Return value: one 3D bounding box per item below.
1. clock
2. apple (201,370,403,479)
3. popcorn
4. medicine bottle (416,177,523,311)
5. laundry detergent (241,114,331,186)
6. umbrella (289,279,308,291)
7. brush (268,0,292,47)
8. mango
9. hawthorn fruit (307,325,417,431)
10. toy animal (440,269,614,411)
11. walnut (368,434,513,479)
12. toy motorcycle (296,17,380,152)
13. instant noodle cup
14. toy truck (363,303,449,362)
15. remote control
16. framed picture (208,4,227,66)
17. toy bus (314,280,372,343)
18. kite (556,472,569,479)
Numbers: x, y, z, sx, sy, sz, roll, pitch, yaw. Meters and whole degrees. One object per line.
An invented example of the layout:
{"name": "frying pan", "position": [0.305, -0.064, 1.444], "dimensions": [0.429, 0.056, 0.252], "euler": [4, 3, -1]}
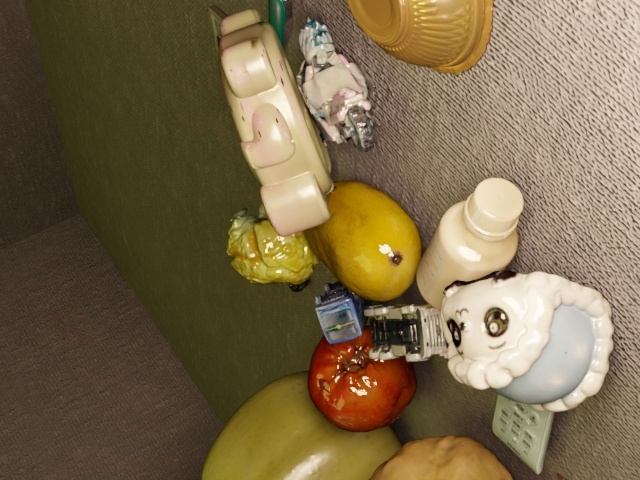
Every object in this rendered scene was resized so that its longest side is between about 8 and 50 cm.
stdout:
{"name": "clock", "position": [-0.076, -0.191, 1.486], "dimensions": [0.284, 0.114, 0.309], "euler": [-99, -11, -61]}
{"name": "apple", "position": [-0.034, 0.526, 2.096], "dimensions": [0.473, 0.473, 0.473], "euler": [48, 155, 32]}
{"name": "popcorn", "position": [-0.089, -0.006, 1.819], "dimensions": [0.198, 0.212, 0.198], "euler": [9, 145, 6]}
{"name": "medicine bottle", "position": [0.212, 0.006, 1.311], "dimensions": [0.114, 0.114, 0.252], "euler": [54, 158, 20]}
{"name": "laundry detergent", "position": [-0.079, -0.170, 1.791], "dimensions": [0.181, 0.091, 0.253], "euler": [65, 159, -12]}
{"name": "umbrella", "position": [-0.090, 0.037, 2.136], "dimensions": [0.188, 0.046, 0.050], "euler": [52, 139, 29]}
{"name": "brush", "position": [-0.067, -0.374, 1.610], "dimensions": [0.043, 0.032, 0.193], "euler": [52, 169, 12]}
{"name": "mango", "position": [0.061, -0.011, 1.601], "dimensions": [0.331, 0.142, 0.195], "euler": [36, 141, 57]}
{"name": "hawthorn fruit", "position": [0.077, 0.271, 1.839], "dimensions": [0.211, 0.211, 0.299], "euler": [57, 171, 13]}
{"name": "toy animal", "position": [0.258, 0.133, 1.232], "dimensions": [0.208, 0.204, 0.156], "euler": [-19, 58, 55]}
{"name": "walnut", "position": [0.219, 0.534, 1.638], "dimensions": [0.383, 0.383, 0.383], "euler": [48, 155, 32]}
{"name": "toy motorcycle", "position": [0.014, -0.244, 1.466], "dimensions": [0.239, 0.108, 0.204], "euler": [18, 132, 60]}
{"name": "instant noodle cup", "position": [0.099, -0.322, 1.206], "dimensions": [0.274, 0.091, 0.274], "euler": [47, 155, 31]}
{"name": "toy truck", "position": [0.157, 0.150, 1.617], "dimensions": [0.227, 0.114, 0.098], "euler": [169, 96, -67]}
{"name": "remote control", "position": [0.320, 0.234, 1.431], "dimensions": [0.103, 0.051, 0.293], "euler": [43, 148, 39]}
{"name": "framed picture", "position": [-0.154, -0.352, 1.844], "dimensions": [0.203, 0.015, 0.150], "euler": [46, 154, 36]}
{"name": "toy bus", "position": [0.050, 0.119, 1.722], "dimensions": [0.236, 0.079, 0.094], "euler": [-50, -64, -77]}
{"name": "kite", "position": [0.402, 0.409, 1.520], "dimensions": [0.078, 0.002, 0.044], "euler": [64, 159, -4]}
